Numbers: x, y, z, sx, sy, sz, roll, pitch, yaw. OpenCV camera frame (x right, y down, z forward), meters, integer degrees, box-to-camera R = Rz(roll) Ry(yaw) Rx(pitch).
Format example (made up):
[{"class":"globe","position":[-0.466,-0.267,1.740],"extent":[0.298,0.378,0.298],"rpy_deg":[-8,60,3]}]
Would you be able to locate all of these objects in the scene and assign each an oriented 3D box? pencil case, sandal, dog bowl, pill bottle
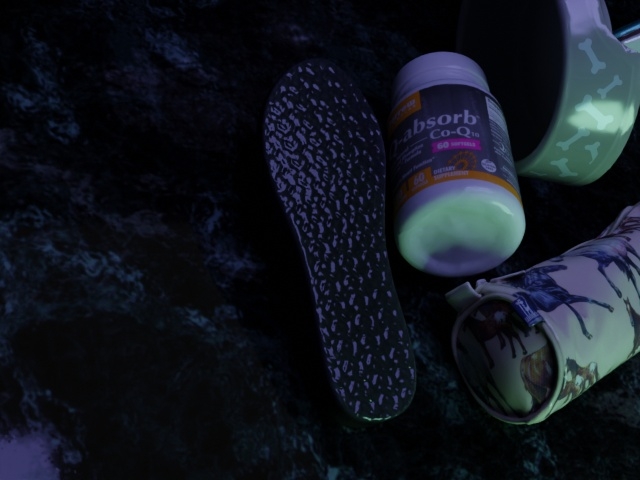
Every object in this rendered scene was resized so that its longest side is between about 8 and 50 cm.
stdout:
[{"class":"pencil case","position":[0.344,0.074,1.549],"extent":[0.410,0.160,0.184],"rpy_deg":[-24,90,-41]},{"class":"sandal","position":[-0.002,0.001,1.426],"extent":[0.167,0.107,0.446],"rpy_deg":[2,72,-34]},{"class":"dog bowl","position":[0.289,-0.243,1.614],"extent":[0.102,0.349,0.349],"rpy_deg":[-5,63,-19]},{"class":"pill bottle","position":[0.163,-0.102,1.536],"extent":[0.162,0.162,0.279],"rpy_deg":[19,43,-22]}]

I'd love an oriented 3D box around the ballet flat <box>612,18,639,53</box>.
[{"class":"ballet flat","position":[0.579,-0.333,2.007],"extent":[0.139,0.139,0.400],"rpy_deg":[50,46,5]}]
